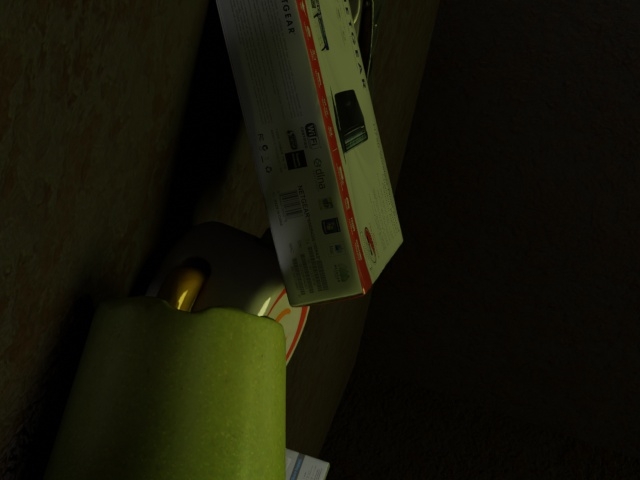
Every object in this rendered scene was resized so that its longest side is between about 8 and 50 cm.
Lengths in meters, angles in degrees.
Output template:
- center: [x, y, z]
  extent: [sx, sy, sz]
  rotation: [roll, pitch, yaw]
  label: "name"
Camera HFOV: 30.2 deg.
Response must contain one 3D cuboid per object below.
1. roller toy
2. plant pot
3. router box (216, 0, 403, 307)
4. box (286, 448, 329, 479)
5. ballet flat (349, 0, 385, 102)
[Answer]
- center: [-0.112, 0.082, 1.321]
  extent: [0.209, 0.146, 0.191]
  rotation: [-47, 153, -49]
  label: "roller toy"
- center: [-0.136, 0.189, 1.095]
  extent: [0.276, 0.276, 0.253]
  rotation: [69, 28, -78]
  label: "plant pot"
- center: [-0.002, -0.125, 1.310]
  extent: [0.301, 0.082, 0.335]
  rotation: [-44, 122, -74]
  label: "router box"
- center: [-0.094, 0.434, 2.098]
  extent: [0.038, 0.186, 0.145]
  rotation: [81, 28, -69]
  label: "box"
- center: [0.034, -0.277, 1.779]
  extent: [0.096, 0.095, 0.280]
  rotation: [-9, 106, -71]
  label: "ballet flat"
